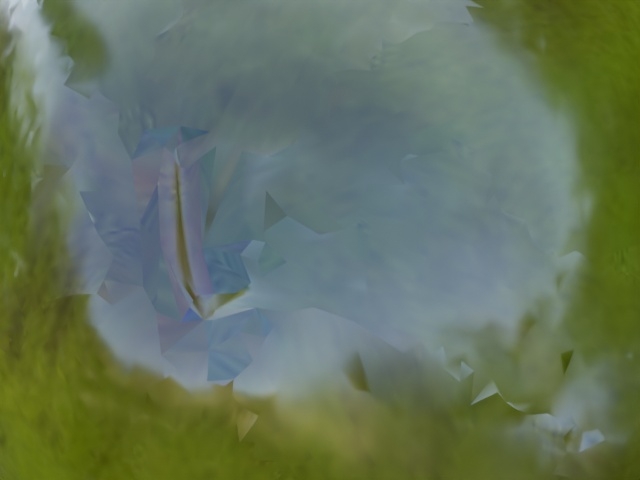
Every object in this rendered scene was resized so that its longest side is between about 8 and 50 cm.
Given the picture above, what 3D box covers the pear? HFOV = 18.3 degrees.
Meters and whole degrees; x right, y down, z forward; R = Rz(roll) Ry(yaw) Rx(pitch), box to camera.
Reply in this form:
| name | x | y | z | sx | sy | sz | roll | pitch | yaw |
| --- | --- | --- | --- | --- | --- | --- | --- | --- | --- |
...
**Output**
| name | x | y | z | sx | sy | sz | roll | pitch | yaw |
| --- | --- | --- | --- | --- | --- | --- | --- | --- | --- |
| pear | -0.002 | 0.001 | 0.638 | 0.269 | 0.269 | 0.321 | -26 | 60 | -18 |
